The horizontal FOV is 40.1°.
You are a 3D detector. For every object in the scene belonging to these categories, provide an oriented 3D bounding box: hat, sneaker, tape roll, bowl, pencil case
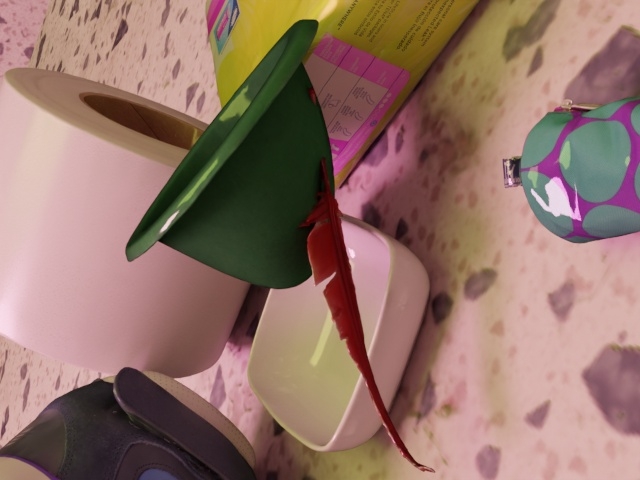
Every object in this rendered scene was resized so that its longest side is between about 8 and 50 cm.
[{"bbox_3d":[0.000,0.000,0.538,0.209,0.183,0.173,-59,15,-24],"label":"hat"},{"bbox_3d":[-0.067,0.225,0.573,0.323,0.236,0.130,49,116,5],"label":"sneaker"},{"bbox_3d":[-0.164,-0.020,0.726,0.169,0.246,0.246,-66,30,13],"label":"tape roll"},{"bbox_3d":[0.016,0.057,0.573,0.142,0.053,0.142,27,100,61],"label":"bowl"},{"bbox_3d":[0.154,-0.042,0.371,0.151,0.064,0.070,-15,88,56],"label":"pencil case"}]

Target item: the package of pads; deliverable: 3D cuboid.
[{"bbox_3d":[0.021,-0.205,0.644,0.296,0.101,0.229,-53,35,34],"label":"package of pads"}]
